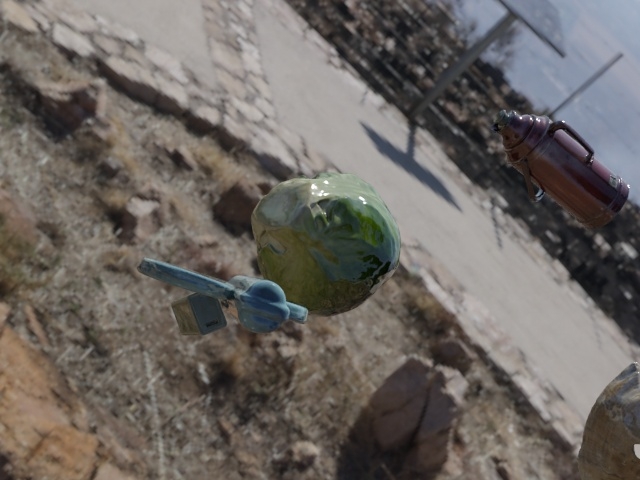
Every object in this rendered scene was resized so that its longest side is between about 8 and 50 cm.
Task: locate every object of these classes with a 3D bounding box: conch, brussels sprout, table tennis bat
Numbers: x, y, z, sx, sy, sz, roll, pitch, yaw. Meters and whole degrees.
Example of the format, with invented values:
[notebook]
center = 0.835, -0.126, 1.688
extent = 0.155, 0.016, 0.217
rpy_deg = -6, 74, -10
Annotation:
[conch]
center = 0.615, 0.357, 1.819
extent = 0.263, 0.324, 0.186
rpy_deg = 50, -7, 24
[brussels sprout]
center = 0.000, 0.000, 1.557
extent = 0.271, 0.219, 0.210
rpy_deg = 38, 21, -50
[table tennis bat]
center = -0.071, 0.043, 0.804
extent = 0.149, 0.038, 0.237
rpy_deg = 20, -4, -15

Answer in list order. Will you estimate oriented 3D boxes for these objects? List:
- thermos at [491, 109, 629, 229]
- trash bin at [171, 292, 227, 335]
[thermos]
center = 0.355, -0.121, 1.503
extent = 0.232, 0.124, 0.099
rpy_deg = 37, 53, -18
[trash bin]
center = -0.177, 0.105, 1.423
extent = 0.043, 0.092, 0.061
rpy_deg = -21, 91, -29
